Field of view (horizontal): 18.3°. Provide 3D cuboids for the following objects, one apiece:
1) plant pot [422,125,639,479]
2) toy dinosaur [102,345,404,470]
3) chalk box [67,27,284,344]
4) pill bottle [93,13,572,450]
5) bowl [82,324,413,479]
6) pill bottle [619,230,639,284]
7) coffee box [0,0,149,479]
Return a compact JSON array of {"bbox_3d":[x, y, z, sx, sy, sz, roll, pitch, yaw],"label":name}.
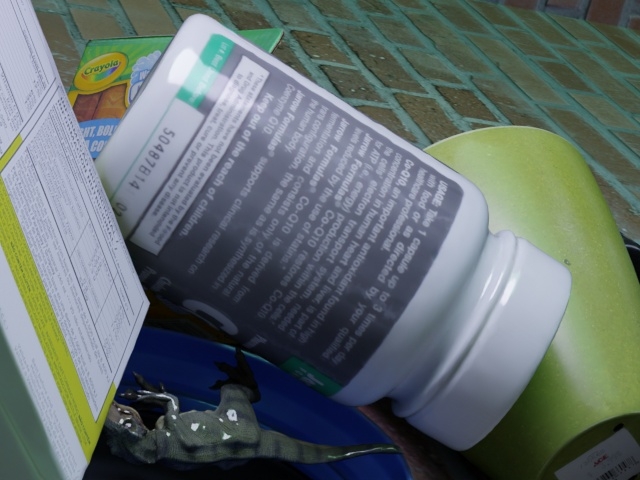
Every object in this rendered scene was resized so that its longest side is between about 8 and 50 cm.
[{"bbox_3d":[0.185,0.095,1.750,0.275,0.274,0.293,2,39,-32],"label":"plant pot"},{"bbox_3d":[-0.076,0.133,1.482,0.268,0.064,0.118,6,24,-36],"label":"toy dinosaur"},{"bbox_3d":[-0.118,-0.072,1.758,0.180,0.289,0.179,0,-26,39],"label":"chalk box"},{"bbox_3d":[0.000,0.000,1.538,0.361,0.204,0.204,32,19,-7],"label":"pill bottle"},{"bbox_3d":[-0.124,0.179,1.514,0.391,0.077,0.391,14,20,-5],"label":"bowl"},{"bbox_3d":[0.256,0.013,2.170,0.123,0.122,0.219,3,23,-31],"label":"pill bottle"},{"bbox_3d":[-0.340,-0.002,1.279,0.338,0.338,0.334,-17,17,9],"label":"coffee box"}]
